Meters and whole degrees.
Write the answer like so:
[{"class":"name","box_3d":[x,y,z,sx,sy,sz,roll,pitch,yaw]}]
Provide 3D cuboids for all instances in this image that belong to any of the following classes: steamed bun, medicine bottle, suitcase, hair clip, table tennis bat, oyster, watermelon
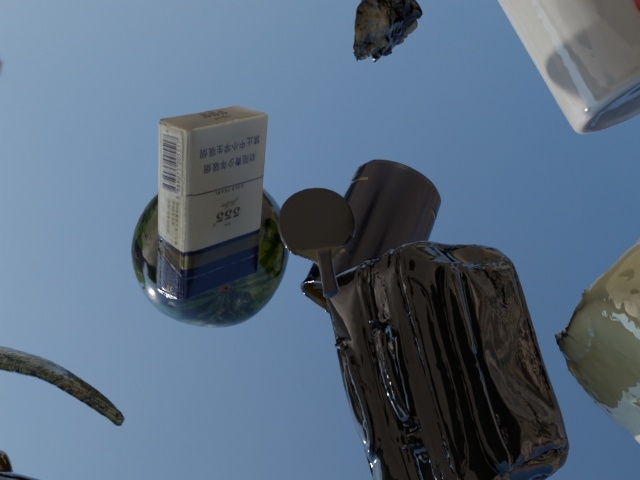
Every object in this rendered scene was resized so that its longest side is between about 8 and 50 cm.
[{"class":"steamed bun","box_3d":[0.464,0.126,1.038,0.233,0.334,0.312,-42,-102,-14]},{"class":"medicine bottle","box_3d":[0.170,-0.257,0.674,0.130,0.130,0.341,-22,-103,-16]},{"class":"suitcase","box_3d":[0.167,0.181,1.184,0.188,0.345,0.339,-22,166,35]},{"class":"hair clip","box_3d":[-0.324,0.157,1.017,0.229,0.036,0.066,20,-177,11]},{"class":"table tennis bat","box_3d":[0.000,0.000,0.567,0.050,0.007,0.083,-8,-124,-6]},{"class":"oyster","box_3d":[0.044,-0.137,0.559,0.019,0.054,0.083,24,-163,19]},{"class":"watermelon","box_3d":[-0.193,0.017,1.585,0.285,0.285,0.285,-6,-142,5]}]

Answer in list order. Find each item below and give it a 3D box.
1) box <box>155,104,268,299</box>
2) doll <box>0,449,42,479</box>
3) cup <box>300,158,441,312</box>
[{"class":"box","box_3d":[-0.157,-0.056,1.275,0.071,0.259,0.168,22,-154,33]},{"class":"doll","box_3d":[-0.330,0.398,0.882,0.209,0.340,0.318,18,-173,11]},{"class":"cup","box_3d":[0.071,0.008,1.557,0.255,0.178,0.256,-8,-127,53]}]
